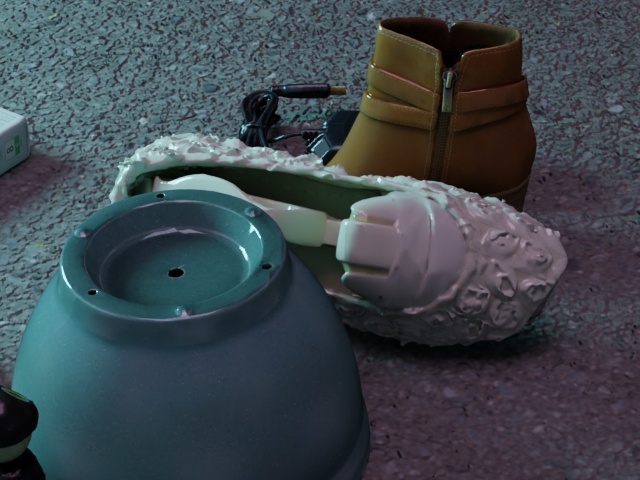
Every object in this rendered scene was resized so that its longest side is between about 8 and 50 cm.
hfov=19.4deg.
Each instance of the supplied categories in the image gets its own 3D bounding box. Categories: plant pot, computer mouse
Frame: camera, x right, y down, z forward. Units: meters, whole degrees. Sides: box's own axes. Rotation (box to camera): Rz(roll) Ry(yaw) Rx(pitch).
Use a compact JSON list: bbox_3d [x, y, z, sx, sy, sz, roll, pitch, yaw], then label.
[{"bbox_3d":[-0.109,0.084,1.467,0.293,0.196,0.293,-2,35,1],"label":"plant pot"},{"bbox_3d":[0.040,-0.103,1.850,0.262,0.060,0.184,-5,28,2],"label":"computer mouse"}]

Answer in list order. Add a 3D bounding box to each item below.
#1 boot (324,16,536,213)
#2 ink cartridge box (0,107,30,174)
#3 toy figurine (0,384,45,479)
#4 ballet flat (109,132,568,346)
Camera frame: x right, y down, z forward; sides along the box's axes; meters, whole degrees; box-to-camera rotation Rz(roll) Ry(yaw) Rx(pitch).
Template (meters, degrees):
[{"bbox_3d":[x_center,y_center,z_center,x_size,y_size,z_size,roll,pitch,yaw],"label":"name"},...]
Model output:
[{"bbox_3d":[0.052,-0.091,1.681,0.283,0.220,0.109,2,36,5],"label":"boot"},{"bbox_3d":[-0.427,-0.081,1.837,0.181,0.056,0.224,22,42,29],"label":"ink cartridge box"},{"bbox_3d":[-0.303,0.208,1.342,0.213,0.148,0.209,2,35,5],"label":"toy figurine"},{"bbox_3d":[0.000,0.000,1.595,0.408,0.147,0.147,12,38,19],"label":"ballet flat"}]
